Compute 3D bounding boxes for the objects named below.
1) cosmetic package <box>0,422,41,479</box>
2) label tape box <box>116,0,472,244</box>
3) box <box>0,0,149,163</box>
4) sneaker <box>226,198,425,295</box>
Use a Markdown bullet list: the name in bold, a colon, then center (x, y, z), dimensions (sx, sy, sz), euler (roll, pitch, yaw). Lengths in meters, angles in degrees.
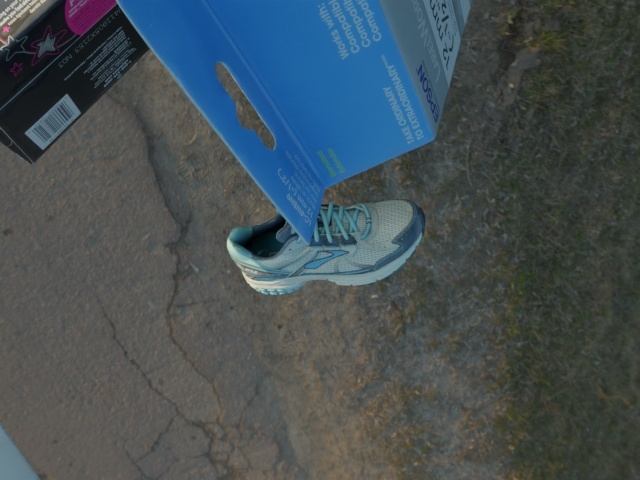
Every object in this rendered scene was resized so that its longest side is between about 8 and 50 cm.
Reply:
- **cosmetic package**: center (-0.306, 0.230, 0.341), dimensions (0.224, 0.138, 0.225), euler (-35, 91, 27)
- **label tape box**: center (0.026, -0.207, 0.414), dimensions (0.115, 0.348, 0.249), euler (-3, 142, 31)
- **box**: center (-0.272, -0.227, 0.475), dimensions (0.142, 0.163, 0.247), euler (39, 77, 0)
- **sneaker**: center (0.000, 0.000, 0.674), dimensions (0.282, 0.110, 0.122), euler (-17, 141, 18)
